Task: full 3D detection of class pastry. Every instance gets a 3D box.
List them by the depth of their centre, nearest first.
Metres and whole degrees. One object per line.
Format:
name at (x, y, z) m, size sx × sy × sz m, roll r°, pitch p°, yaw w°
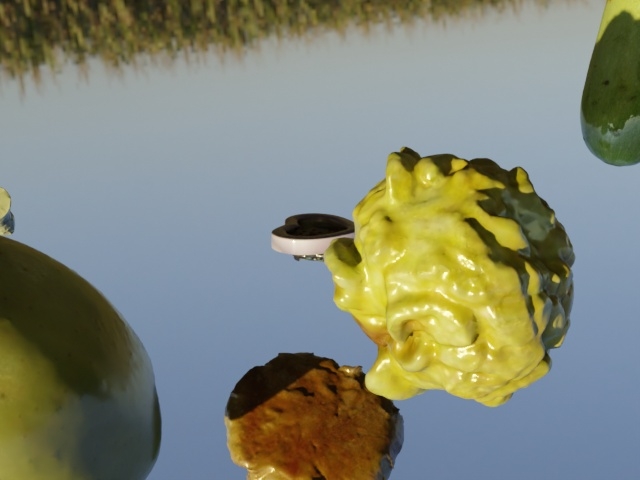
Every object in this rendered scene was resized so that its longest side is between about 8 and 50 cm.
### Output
pastry at (-0.003, 0.234, 1.338) m, size 0.229 × 0.100 × 0.218 m, roll -9°, pitch -122°, yaw -17°

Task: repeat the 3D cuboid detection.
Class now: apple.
apple at (-0.328, 0.166, 1.034) m, size 0.357 × 0.357 × 0.357 m, roll -6°, pitch -166°, yaw 2°

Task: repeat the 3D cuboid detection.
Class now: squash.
squash at (0.405, -0.272, 1.357) m, size 0.118 × 0.370 × 0.118 m, roll 13°, pitch -177°, yaw -1°

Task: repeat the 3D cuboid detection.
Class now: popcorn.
popcorn at (0.106, 0.037, 0.970) m, size 0.217 × 0.235 × 0.181 m, roll -35°, pitch -163°, yaw 39°

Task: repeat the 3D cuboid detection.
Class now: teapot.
teapot at (-0.474, -0.042, 1.606) m, size 0.057 × 0.067 × 0.083 m, roll -43°, pitch 165°, yaw -19°

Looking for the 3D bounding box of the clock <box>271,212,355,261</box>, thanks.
clock at (0.000, 0.000, 2.186) m, size 0.172 × 0.064 × 0.198 m, roll 5°, pitch -162°, yaw 14°
